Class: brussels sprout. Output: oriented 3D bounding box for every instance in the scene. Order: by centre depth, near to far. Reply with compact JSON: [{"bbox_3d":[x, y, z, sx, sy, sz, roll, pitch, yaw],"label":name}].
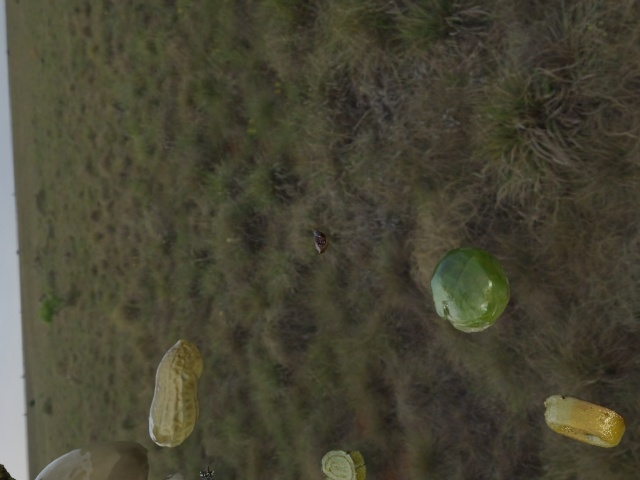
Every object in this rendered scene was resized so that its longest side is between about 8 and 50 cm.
[{"bbox_3d":[0.427,0.139,1.638,0.244,0.244,0.244,7,98,62],"label":"brussels sprout"}]

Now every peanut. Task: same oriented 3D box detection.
[{"bbox_3d":[-0.408,0.428,1.627,0.147,0.146,0.306,138,137,-55],"label":"peanut"}]

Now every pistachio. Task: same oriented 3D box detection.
[{"bbox_3d":[-0.567,0.617,1.437,0.226,0.331,0.208,-34,80,39],"label":"pistachio"}]

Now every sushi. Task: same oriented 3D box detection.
[{"bbox_3d":[0.000,0.000,2.007,0.099,0.050,0.047,63,180,28],"label":"sushi"}]

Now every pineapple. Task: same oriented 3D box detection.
[{"bbox_3d":[-0.285,0.648,1.468,0.124,0.058,0.058,59,141,33],"label":"pineapple"}]

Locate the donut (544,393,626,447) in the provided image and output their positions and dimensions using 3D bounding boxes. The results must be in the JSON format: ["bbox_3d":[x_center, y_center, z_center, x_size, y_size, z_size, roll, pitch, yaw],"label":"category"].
[{"bbox_3d":[0.605,0.423,1.320,0.178,0.162,0.066,2,54,42],"label":"donut"}]

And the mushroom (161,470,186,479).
[{"bbox_3d":[-0.257,0.556,1.087,0.243,0.243,0.244,7,98,62],"label":"mushroom"}]

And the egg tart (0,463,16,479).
[{"bbox_3d":[-1.001,0.668,1.619,0.297,0.297,0.132,-35,40,58],"label":"egg tart"}]

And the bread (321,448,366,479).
[{"bbox_3d":[0.070,0.711,1.776,0.156,0.064,0.118,-12,71,40],"label":"bread"}]
